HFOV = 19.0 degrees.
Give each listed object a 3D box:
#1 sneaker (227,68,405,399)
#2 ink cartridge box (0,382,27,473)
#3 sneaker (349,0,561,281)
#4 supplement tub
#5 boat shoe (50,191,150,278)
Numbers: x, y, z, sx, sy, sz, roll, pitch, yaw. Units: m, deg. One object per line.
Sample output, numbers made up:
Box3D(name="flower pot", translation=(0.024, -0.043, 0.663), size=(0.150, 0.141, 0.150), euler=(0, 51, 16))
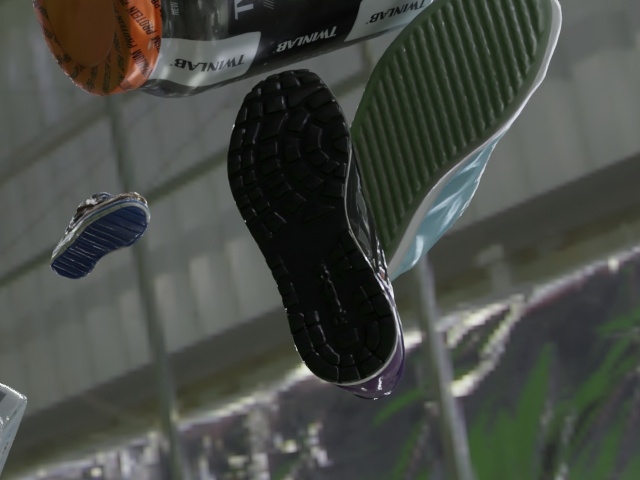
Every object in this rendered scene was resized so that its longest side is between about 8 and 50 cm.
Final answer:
Box3D(name="sneaker", translation=(0.000, 0.000, 1.595), size=(0.107, 0.124, 0.283), euler=(-17, -110, 9))
Box3D(name="ink cartridge box", translation=(-0.546, 0.280, 2.251), size=(0.308, 0.091, 0.385), euler=(25, -61, 2))
Box3D(name="sneaker", translation=(0.109, -0.106, 1.786), size=(0.135, 0.150, 0.366), euler=(43, -64, 11))
Box3D(name="supplement tub", translation=(-0.073, -0.248, 1.697), size=(0.207, 0.338, 0.207), euler=(31, -48, 42))
Box3D(name="boat shoe", translation=(-0.261, -0.021, 2.255), size=(0.183, 0.066, 0.066), euler=(-32, -138, 43))
